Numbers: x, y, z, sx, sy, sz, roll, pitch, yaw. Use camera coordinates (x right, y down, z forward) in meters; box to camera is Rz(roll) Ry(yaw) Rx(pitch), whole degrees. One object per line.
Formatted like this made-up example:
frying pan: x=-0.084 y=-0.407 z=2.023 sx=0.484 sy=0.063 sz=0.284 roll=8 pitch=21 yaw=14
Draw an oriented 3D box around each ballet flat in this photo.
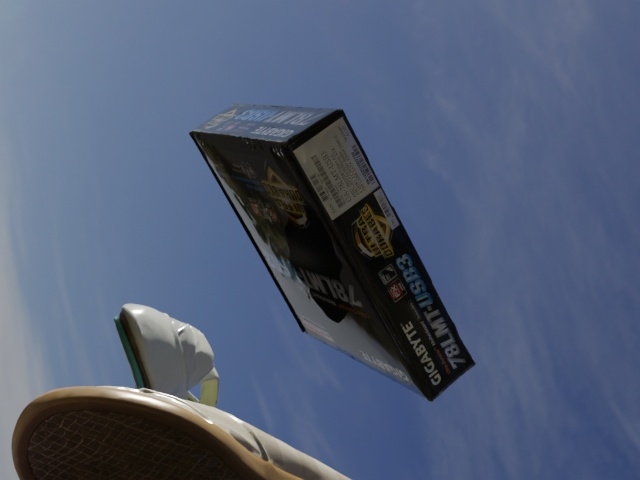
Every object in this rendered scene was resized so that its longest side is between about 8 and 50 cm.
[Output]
ballet flat: x=-0.215 y=0.196 z=1.279 sx=0.400 sy=0.139 sz=0.139 roll=97 pitch=-28 yaw=-55

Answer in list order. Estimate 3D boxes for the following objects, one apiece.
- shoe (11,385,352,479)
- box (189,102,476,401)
shoe: x=-0.052 y=0.128 z=0.439 sx=0.076 sy=0.219 sz=0.058 roll=-62 pitch=-157 yaw=-3
box: x=0.000 y=0.000 z=0.917 sx=0.293 sy=0.073 sz=0.295 roll=63 pitch=-18 yaw=-21
